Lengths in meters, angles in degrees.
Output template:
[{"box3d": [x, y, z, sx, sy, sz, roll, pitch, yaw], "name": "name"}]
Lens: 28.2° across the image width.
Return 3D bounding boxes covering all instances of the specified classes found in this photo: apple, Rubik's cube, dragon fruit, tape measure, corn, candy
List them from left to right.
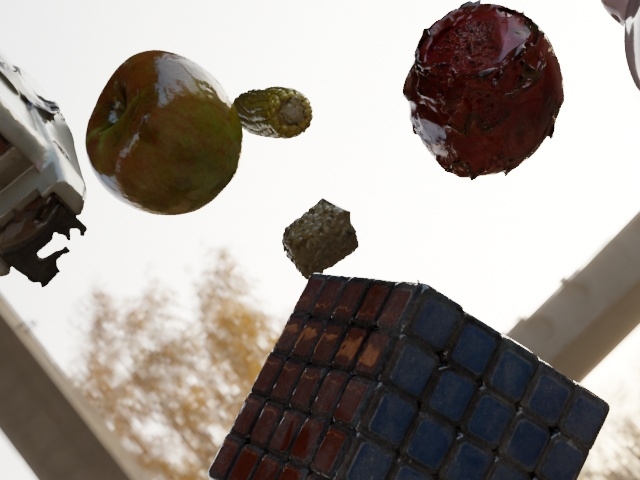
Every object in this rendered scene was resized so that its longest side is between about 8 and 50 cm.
[{"box3d": [-0.317, -0.112, 1.149, 0.130, 0.258, 0.265, -38, -66, 3], "name": "tape measure"}, {"box3d": [-0.187, -0.127, 1.565, 0.196, 0.196, 0.196, -36, -23, -18], "name": "apple"}, {"box3d": [-0.067, -0.167, 1.667, 0.072, 0.072, 0.203, -39, 16, -11], "name": "corn"}, {"box3d": [0.000, 0.000, 1.812, 0.110, 0.085, 0.095, -34, -58, -16], "name": "candy"}, {"box3d": [0.078, 0.186, 1.176, 0.237, 0.237, 0.238, -61, 23, -10], "name": "Rubik's cube"}, {"box3d": [0.285, -0.262, 2.266, 0.295, 0.295, 0.302, -27, -41, -35], "name": "dragon fruit"}]

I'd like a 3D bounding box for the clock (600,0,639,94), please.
[{"box3d": [0.463, -0.196, 1.261, 0.251, 0.368, 0.376, -64, 20, -9], "name": "clock"}]
